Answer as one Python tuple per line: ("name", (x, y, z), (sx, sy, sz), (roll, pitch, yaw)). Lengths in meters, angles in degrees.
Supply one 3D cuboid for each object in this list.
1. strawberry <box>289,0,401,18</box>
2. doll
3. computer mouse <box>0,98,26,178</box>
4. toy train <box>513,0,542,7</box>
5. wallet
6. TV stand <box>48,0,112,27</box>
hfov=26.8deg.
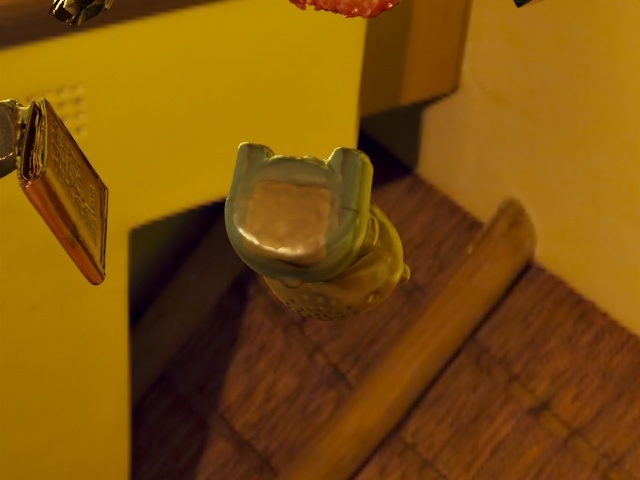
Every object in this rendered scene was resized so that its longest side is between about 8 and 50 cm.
("strawberry", (-0.042, -0.282, 0.968), (0.286, 0.188, 0.106), (43, -155, -16))
("doll", (0.000, 0.000, 1.562), (0.177, 0.261, 0.161), (3, -107, 16))
("computer mouse", (-0.532, -0.144, 2.122), (0.229, 0.068, 0.113), (-23, -106, 12))
("toy train", (0.241, -0.269, 1.163), (0.188, 0.072, 0.099), (-25, 177, 34))
("wallet", (-0.293, -0.063, 1.549), (0.042, 0.161, 0.195), (-27, -145, 7))
("TV stand", (-0.312, -0.326, 1.808), (0.042, 0.036, 0.249), (34, 167, -22))
